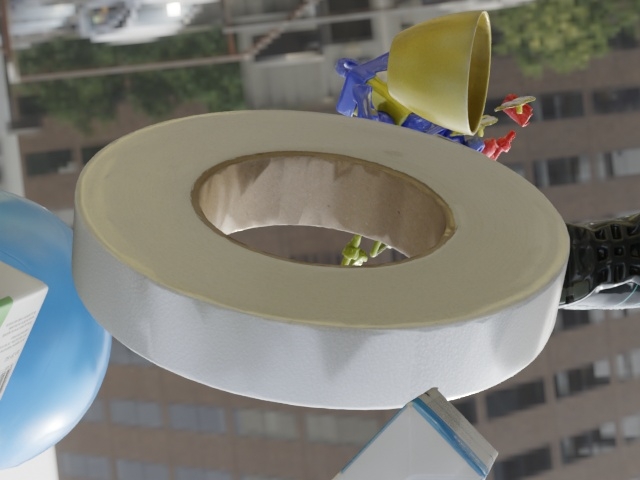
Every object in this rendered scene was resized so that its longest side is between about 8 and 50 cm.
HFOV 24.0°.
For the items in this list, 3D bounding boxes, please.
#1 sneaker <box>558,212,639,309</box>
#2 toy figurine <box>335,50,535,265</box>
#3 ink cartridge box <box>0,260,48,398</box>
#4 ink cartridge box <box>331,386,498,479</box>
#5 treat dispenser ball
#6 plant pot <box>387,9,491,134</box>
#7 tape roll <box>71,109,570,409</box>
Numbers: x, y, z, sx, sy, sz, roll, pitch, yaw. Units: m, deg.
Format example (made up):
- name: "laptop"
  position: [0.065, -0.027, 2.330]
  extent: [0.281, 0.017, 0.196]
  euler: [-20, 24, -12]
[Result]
- name: "sneaker"
  position: [0.283, 0.016, 1.410]
  extent: [0.267, 0.101, 0.106]
  euler: [1, 175, -8]
- name: "toy figurine"
  position: [0.077, -0.136, 1.884]
  extent: [0.362, 0.217, 0.191]
  euler: [-31, 158, -44]
- name: "ink cartridge box"
  position: [-0.348, 0.148, 1.211]
  extent: [0.117, 0.278, 0.201]
  euler: [25, -172, 4]
- name: "ink cartridge box"
  position: [0.048, 0.145, 0.885]
  extent: [0.104, 0.060, 0.180]
  euler: [-47, 171, 5]
- name: "treat dispenser ball"
  position: [-0.353, 0.090, 1.505]
  extent: [0.288, 0.288, 0.288]
  euler: [-6, -177, 0]
- name: "plant pot"
  position: [0.126, -0.185, 1.630]
  extent: [0.095, 0.134, 0.134]
  euler: [6, -174, 15]
- name: "tape roll"
  position: [0.000, 0.000, 1.187]
  extent: [0.391, 0.072, 0.392]
  euler: [6, -154, -3]
